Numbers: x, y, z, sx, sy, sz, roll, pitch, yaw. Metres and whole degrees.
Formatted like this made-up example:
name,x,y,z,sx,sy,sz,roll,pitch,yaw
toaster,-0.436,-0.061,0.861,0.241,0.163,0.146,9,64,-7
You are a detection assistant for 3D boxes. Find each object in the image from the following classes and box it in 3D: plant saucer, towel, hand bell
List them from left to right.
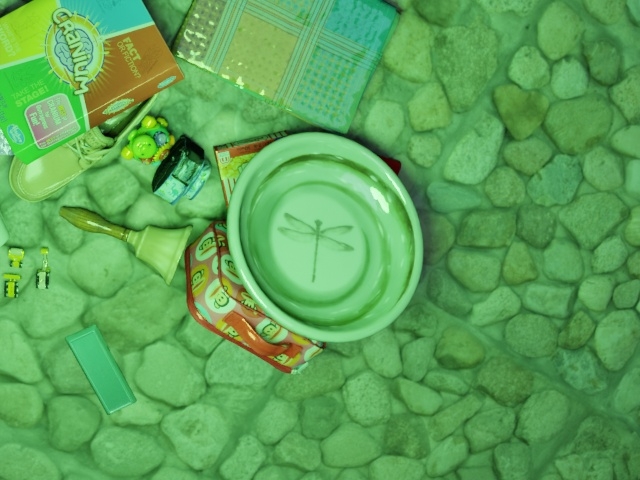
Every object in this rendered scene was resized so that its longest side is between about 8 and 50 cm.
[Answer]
name,x,y,z,sx,sy,sz,roll,pitch,yaw
plant saucer,-0.437,0.262,2.053,0.067,0.018,0.192,-25,112,-4
hand bell,-0.376,-0.015,1.949,0.242,0.126,0.126,22,101,-6
towel,-0.062,-0.389,1.925,0.370,0.040,0.271,23,100,-17
plant saucer,0.000,0.000,1.924,0.400,0.100,0.400,8,71,-24

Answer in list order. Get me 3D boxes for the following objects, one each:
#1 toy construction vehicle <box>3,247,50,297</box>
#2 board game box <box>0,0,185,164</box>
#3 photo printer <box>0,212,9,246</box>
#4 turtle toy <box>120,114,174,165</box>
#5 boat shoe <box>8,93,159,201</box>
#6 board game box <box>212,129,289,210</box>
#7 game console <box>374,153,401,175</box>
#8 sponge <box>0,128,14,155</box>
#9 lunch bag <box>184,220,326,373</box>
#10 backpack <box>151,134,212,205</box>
name,x,y,z,sx,sy,sz,roll,pitch,yaw
toy construction vehicle,-0.557,0.060,1.956,0.086,0.035,0.098,3,104,-3
board game box,-0.432,-0.313,1.783,0.316,0.064,0.242,-30,78,-3
photo printer,-0.725,-0.096,1.803,0.256,0.107,0.307,-18,111,9
turtle toy,-0.315,-0.176,1.889,0.066,0.130,0.095,39,101,10
boat shoe,-0.422,-0.197,1.840,0.341,0.110,0.121,-47,121,-2
board game box,-0.117,-0.103,1.997,0.147,0.045,0.193,-14,110,-8
game console,0.074,-0.114,2.055,0.124,0.085,0.144,25,101,12
sponge,-0.608,-0.214,1.853,0.210,0.031,0.117,1,108,-14
lunch bag,-0.116,0.119,1.931,0.120,0.258,0.293,-41,125,22
backpack,-0.259,-0.122,1.926,0.084,0.105,0.114,36,102,-20
